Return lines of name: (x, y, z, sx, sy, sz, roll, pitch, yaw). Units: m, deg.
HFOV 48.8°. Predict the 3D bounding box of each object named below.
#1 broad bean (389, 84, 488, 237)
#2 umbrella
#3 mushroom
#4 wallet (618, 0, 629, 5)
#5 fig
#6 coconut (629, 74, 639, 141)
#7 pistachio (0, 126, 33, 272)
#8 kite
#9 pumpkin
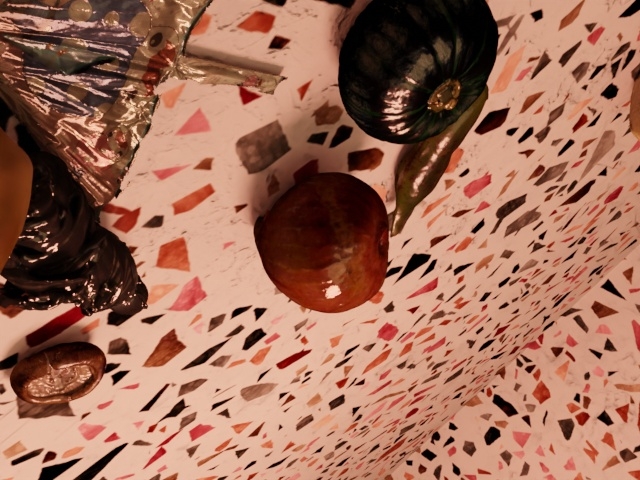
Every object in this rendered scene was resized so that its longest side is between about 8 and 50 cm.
broad bean: (0.167, -0.132, 1.054, 0.077, 0.061, 0.339, -26, 153, -45)
umbrella: (-0.269, 0.006, 0.714, 0.128, 0.154, 0.336, -35, 172, -8)
mushroom: (-0.348, 0.174, 0.940, 0.123, 0.052, 0.123, -21, 146, -15)
wallet: (0.506, -0.421, 1.035, 0.190, 0.033, 0.095, -31, 150, -12)
fig: (0.000, 0.001, 0.960, 0.205, 0.205, 0.205, -28, 151, -17)
coconut: (0.759, -0.272, 1.274, 0.352, 0.352, 0.353, -28, 151, -17)
pistachio: (-0.375, 0.000, 0.367, 0.445, 0.365, 0.281, -22, 106, -39)
kite: (-0.170, -0.168, 0.663, 0.368, 0.014, 0.406, -3, 137, -48)
pumpkin: (0.113, -0.200, 0.806, 0.202, 0.140, 0.202, -27, 148, -18)
